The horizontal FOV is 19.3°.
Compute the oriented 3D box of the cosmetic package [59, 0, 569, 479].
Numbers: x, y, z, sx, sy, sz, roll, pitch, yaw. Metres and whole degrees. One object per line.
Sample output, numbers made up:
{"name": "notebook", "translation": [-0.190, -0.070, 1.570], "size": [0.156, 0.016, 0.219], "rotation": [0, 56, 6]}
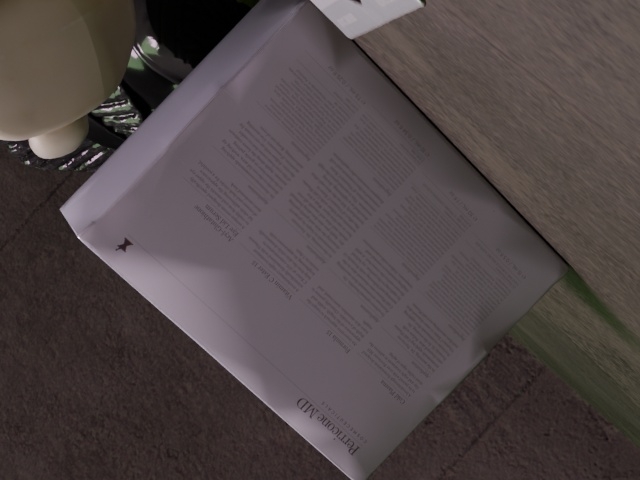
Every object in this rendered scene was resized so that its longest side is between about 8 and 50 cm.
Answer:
{"name": "cosmetic package", "translation": [0.000, 0.000, 1.697], "size": [0.377, 0.284, 0.097], "rotation": [44, 178, -26]}

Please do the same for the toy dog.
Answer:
{"name": "toy dog", "translation": [-0.292, -0.299, 1.524], "size": [0.408, 0.284, 0.395], "rotation": [56, 178, 38]}

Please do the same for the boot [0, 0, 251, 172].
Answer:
{"name": "boot", "translation": [-0.124, -0.112, 1.819], "size": [0.348, 0.260, 0.131], "rotation": [35, -133, -28]}

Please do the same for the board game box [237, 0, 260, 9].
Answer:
{"name": "board game box", "translation": [-0.107, -0.256, 1.910], "size": [0.181, 0.043, 0.092], "rotation": [42, 179, 35]}

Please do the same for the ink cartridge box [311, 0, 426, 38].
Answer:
{"name": "ink cartridge box", "translation": [-0.036, -0.211, 0.957], "size": [0.239, 0.060, 0.275], "rotation": [42, 178, -7]}
